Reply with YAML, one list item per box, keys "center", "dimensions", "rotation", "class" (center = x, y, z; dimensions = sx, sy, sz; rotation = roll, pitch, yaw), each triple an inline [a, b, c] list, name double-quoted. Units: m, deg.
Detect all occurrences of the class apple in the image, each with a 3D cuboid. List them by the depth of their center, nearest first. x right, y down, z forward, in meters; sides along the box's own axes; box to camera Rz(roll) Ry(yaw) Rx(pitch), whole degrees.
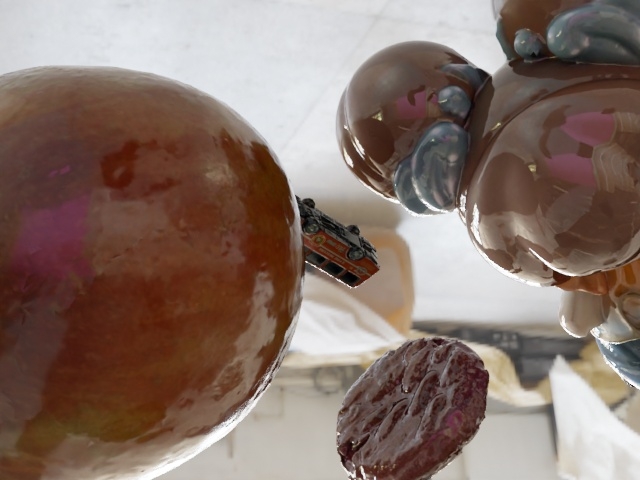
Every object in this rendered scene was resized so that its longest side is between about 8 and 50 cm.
- center: [-0.146, 0.027, 0.688]
  dimensions: [0.301, 0.302, 0.301]
  rotation: [-4, 160, -1]
  class: "apple"

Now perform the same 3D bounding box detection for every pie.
- center: [0.071, 0.138, 0.823]
  dimensions: [0.154, 0.154, 0.036]
  rotation: [-22, 123, 40]
  class: "pie"

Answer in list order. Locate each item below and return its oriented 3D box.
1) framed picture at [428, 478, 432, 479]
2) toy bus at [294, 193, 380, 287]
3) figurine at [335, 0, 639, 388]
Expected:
- center: [0.139, 0.448, 1.075]
  dimensions: [0.020, 0.324, 0.240]
  rotation: [-3, -171, -10]
  class: "framed picture"
- center: [0.000, 0.000, 0.813]
  dimensions: [0.110, 0.031, 0.043]
  rotation: [31, 122, -33]
  class: "toy bus"
- center: [0.228, -0.046, 0.815]
  dimensions: [0.276, 0.248, 0.388]
  rotation: [-41, 137, 15]
  class: "figurine"
